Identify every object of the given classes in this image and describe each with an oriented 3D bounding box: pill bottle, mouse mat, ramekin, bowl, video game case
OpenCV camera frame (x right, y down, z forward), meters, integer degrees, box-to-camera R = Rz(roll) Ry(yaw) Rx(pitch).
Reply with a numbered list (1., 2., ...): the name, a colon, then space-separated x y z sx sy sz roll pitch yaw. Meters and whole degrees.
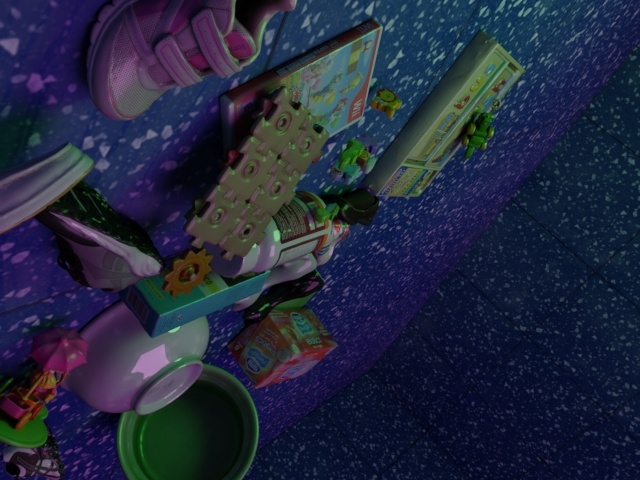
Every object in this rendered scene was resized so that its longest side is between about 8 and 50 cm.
1. pill bottle: -0.091 -0.013 1.019 0.221 0.121 0.121 -20 149 -48
2. mouse mat: -0.080 0.175 1.589 0.152 0.007 0.190 -47 159 10
3. ramekin: -0.297 0.443 1.305 0.303 0.303 0.148 -34 166 -24
4. bowl: -0.311 0.222 1.057 0.298 0.134 0.297 -38 160 -17
5. video game case: -0.029 -0.204 0.894 0.285 0.025 0.204 -35 158 -23

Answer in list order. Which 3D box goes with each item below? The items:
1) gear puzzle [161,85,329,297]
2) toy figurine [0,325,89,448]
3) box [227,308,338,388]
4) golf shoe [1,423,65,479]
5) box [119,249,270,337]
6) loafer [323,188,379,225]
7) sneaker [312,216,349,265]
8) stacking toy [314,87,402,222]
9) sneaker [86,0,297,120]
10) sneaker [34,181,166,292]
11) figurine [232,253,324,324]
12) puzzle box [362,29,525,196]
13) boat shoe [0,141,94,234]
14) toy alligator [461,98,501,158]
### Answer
1. gear puzzle: -0.122 -0.058 0.843 0.338 0.044 0.175 -55 152 2
2. toy figurine: -0.418 0.204 0.879 0.159 0.130 0.173 -52 -177 -5
3. box: -0.095 0.288 1.574 0.154 0.142 0.300 -43 161 14
4. golf shoe: -0.550 0.418 1.101 0.094 0.077 0.198 -21 145 -25
5. box: -0.210 0.073 0.996 0.244 0.100 0.060 -22 150 -47
6. loafer: 0.073 -0.085 1.274 0.078 0.080 0.220 -58 162 12
7. sneaker: 0.000 0.000 1.341 0.075 0.057 0.161 3 142 -32
8. stacking toy: 0.058 -0.148 1.016 0.221 0.052 0.167 -53 170 -38
9. sneaker: -0.125 -0.209 0.571 0.252 0.111 0.103 -45 160 6
10. sneaker: -0.289 0.009 0.725 0.108 0.100 0.271 -36 160 -7
11. figurine: -0.106 0.102 1.288 0.209 0.092 0.215 -36 158 -8
12. puzzle box: 0.290 -0.269 1.336 0.408 0.052 0.272 -52 158 23
13. boat shoe: -0.349 -0.033 0.520 0.277 0.096 0.098 -32 -160 -19
14. toy alligator: 0.379 -0.272 1.355 0.189 0.056 0.051 107 -7 -53
